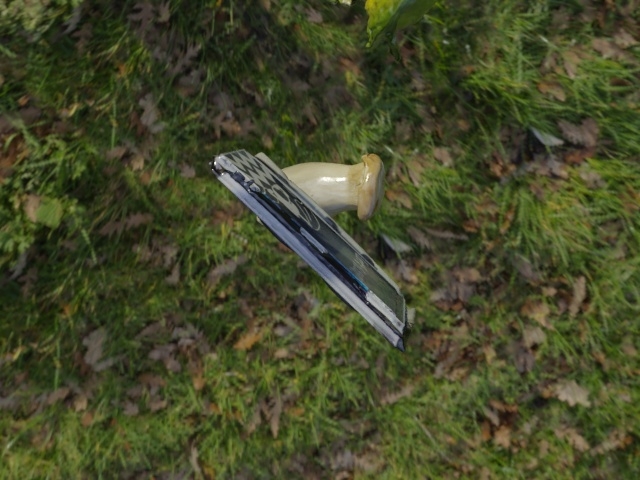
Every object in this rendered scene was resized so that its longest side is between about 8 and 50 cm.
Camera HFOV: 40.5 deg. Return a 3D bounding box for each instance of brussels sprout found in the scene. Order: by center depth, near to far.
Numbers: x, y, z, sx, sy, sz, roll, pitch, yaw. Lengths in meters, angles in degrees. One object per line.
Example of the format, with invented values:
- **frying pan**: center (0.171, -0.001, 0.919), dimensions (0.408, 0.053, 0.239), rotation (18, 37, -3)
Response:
- **brussels sprout**: center (0.073, -0.263, 0.790), dimensions (0.101, 0.139, 0.181), rotation (15, 112, -33)

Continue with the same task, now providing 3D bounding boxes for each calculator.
- **calculator**: center (0.000, 0.000, 0.925), dimensions (0.274, 0.166, 0.028), rotation (44, 102, -1)

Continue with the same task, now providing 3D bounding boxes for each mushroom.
- **mushroom**: center (-0.002, -0.063, 1.160), dimensions (0.213, 0.097, 0.088), rotation (-12, 107, 37)
